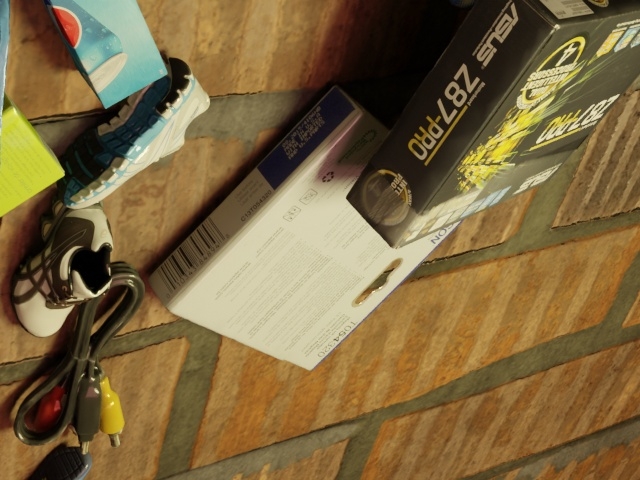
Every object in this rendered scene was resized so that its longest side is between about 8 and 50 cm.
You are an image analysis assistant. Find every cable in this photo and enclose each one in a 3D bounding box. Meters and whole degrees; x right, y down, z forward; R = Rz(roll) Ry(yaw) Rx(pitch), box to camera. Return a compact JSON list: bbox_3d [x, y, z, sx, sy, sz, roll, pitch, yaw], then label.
[{"bbox_3d":[-0.291,0.145,1.399,0.139,0.072,0.287,2,118,-20],"label":"cable"}]

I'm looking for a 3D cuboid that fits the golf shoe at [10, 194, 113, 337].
[{"bbox_3d":[-0.273,0.045,1.249,0.077,0.094,0.198,-7,135,-38],"label":"golf shoe"}]

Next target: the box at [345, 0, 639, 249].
[{"bbox_3d":[0.238,-0.169,1.336,0.395,0.097,0.318,-21,154,-51],"label":"box"}]

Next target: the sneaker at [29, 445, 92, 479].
[{"bbox_3d":[-0.340,0.318,1.525,0.144,0.053,0.059,-43,144,21],"label":"sneaker"}]

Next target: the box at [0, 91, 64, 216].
[{"bbox_3d":[-0.347,-0.055,1.116,0.178,0.042,0.109,-34,143,-5],"label":"box"}]

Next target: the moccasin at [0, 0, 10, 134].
[{"bbox_3d":[-0.340,-0.067,1.013,0.116,0.137,0.342,4,98,-20],"label":"moccasin"}]

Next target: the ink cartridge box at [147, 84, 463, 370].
[{"bbox_3d":[0.000,0.000,1.458,0.324,0.071,0.330,-45,147,8],"label":"ink cartridge box"}]

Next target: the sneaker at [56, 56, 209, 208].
[{"bbox_3d":[-0.185,-0.095,1.195,0.190,0.071,0.083,-42,150,5],"label":"sneaker"}]

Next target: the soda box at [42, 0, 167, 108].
[{"bbox_3d":[-0.209,-0.219,1.038,0.071,0.067,0.210,-32,143,-10],"label":"soda box"}]

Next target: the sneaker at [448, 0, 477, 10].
[{"bbox_3d":[0.170,-0.385,1.162,0.147,0.130,0.330,-1,129,-21],"label":"sneaker"}]
